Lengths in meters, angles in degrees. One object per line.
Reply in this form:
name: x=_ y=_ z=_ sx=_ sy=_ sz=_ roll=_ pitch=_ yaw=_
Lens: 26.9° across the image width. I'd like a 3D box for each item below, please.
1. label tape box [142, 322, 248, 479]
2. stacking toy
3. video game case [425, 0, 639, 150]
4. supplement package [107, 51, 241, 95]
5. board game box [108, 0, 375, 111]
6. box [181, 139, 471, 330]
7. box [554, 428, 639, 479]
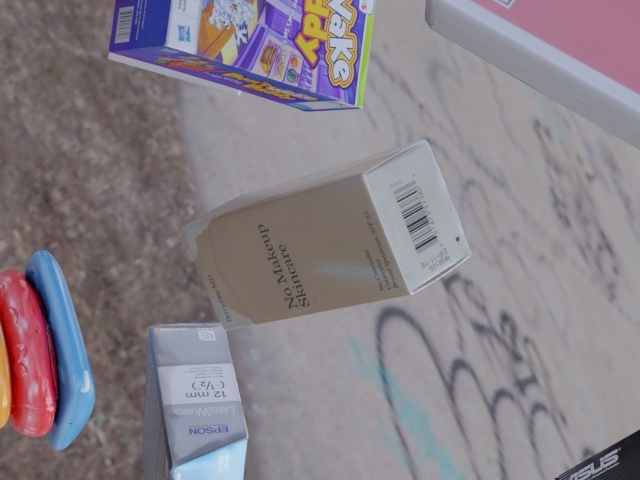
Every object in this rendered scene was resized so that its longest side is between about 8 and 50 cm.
label tape box: x=-0.160 y=0.309 z=1.738 sx=0.347 sy=0.115 sz=0.249 roll=-111 pitch=-156 yaw=-53
stacking toy: x=-0.377 y=0.124 z=1.248 sx=0.175 sy=0.302 sz=0.165 roll=119 pitch=-45 yaw=-55
video game case: x=0.206 y=-0.143 z=0.554 sx=0.204 sy=0.285 sz=0.025 roll=33 pitch=-21 yaw=16
supplement package: x=-0.113 y=-0.316 z=1.421 sx=0.204 sy=0.145 sz=0.262 roll=-82 pitch=-172 yaw=-69
board game box: x=-0.047 y=-0.307 z=1.167 sx=0.233 sy=0.078 sz=0.347 roll=11 pitch=84 yaw=-45
box: x=0.000 y=0.000 z=1.524 sx=0.121 sy=0.311 sz=0.148 roll=-30 pitch=100 yaw=-44
box: x=0.283 y=0.234 z=1.103 sx=0.045 sy=0.191 sz=0.184 roll=34 pitch=36 yaw=-27
